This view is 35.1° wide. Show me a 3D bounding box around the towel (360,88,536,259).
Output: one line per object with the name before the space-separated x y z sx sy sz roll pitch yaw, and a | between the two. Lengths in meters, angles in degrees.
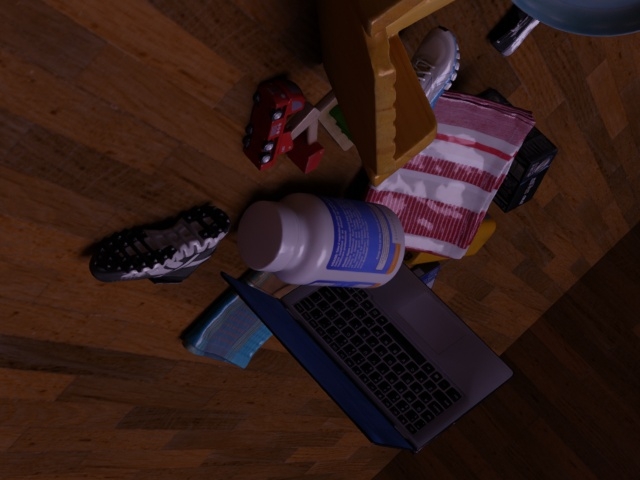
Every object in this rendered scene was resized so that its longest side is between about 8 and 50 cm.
towel | 0.210 -0.112 1.792 0.237 0.037 0.329 11 124 -18

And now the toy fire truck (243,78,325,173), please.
toy fire truck | -0.044 -0.164 1.480 0.135 0.047 0.192 -27 152 -33

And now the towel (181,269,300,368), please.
towel | -0.074 0.094 1.899 0.370 0.040 0.271 -44 158 3

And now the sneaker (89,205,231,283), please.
sneaker | -0.235 0.029 1.478 0.234 0.078 0.106 -24 149 -41

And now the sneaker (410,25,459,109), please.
sneaker | 0.142 -0.228 1.507 0.083 0.071 0.190 -7 124 -53

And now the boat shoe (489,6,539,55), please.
boat shoe | 0.344 -0.380 1.723 0.040 0.049 0.142 29 106 -26

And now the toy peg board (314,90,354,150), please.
toy peg board | 0.091 -0.204 1.585 0.160 0.079 0.161 -43 158 3

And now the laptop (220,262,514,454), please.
laptop | 0.095 0.150 1.738 0.408 0.382 0.236 -31 154 -28

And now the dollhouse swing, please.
dollhouse swing | 0.159 -0.305 1.279 0.305 0.315 0.347 -17 152 -6

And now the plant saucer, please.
plant saucer | 0.399 -0.429 1.460 0.317 0.318 0.043 98 10 -56

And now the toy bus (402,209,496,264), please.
toy bus | 0.252 -0.035 2.070 0.333 0.130 0.108 -6 138 -54

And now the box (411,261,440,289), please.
box | 0.210 0.140 2.431 0.136 0.036 0.225 -31 153 -24

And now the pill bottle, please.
pill bottle | 0.000 0.000 1.681 0.272 0.152 0.152 6 129 -44

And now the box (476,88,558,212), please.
box | 0.338 -0.169 1.908 0.077 0.180 0.147 -26 152 -30
